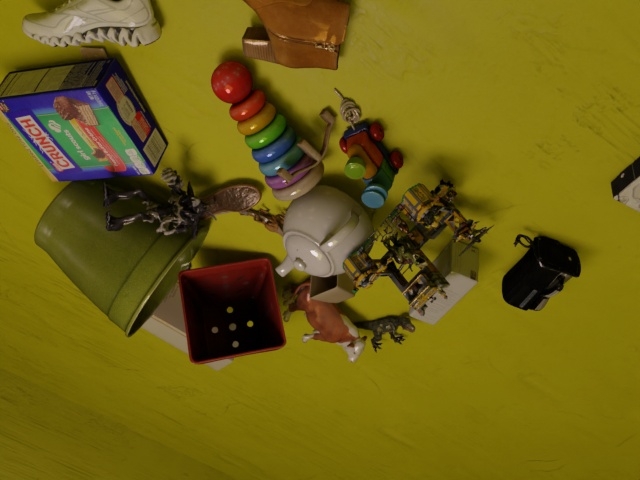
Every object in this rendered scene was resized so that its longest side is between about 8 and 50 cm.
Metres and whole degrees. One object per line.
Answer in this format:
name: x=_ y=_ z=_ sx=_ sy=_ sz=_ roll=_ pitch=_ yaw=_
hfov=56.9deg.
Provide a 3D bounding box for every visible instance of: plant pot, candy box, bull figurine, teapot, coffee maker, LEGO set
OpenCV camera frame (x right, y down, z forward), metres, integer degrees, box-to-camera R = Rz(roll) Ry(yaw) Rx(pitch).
plant pot: x=0.043 y=0.120 z=1.689 sx=0.109 sy=0.109 sz=0.096 roll=-26 pitch=137 yaw=37
candy box: x=-0.577 y=-0.281 z=1.427 sx=0.316 sy=0.122 sz=0.268 roll=0 pitch=141 yaw=21
bull figurine: x=0.008 y=0.249 z=1.819 sx=0.188 sy=0.101 sz=0.310 roll=-19 pitch=114 yaw=35
plant pot: x=-0.263 y=0.232 z=1.755 sx=0.267 sy=0.267 sz=0.236 roll=-9 pitch=160 yaw=-12
plant pot: x=-0.554 y=0.011 z=1.609 sx=0.353 sy=0.367 sz=0.366 roll=36 pitch=136 yaw=-4
teapot: x=0.000 y=0.000 z=1.455 sx=0.252 sy=0.187 sz=0.256 roll=21 pitch=144 yaw=29
coffee maker: x=0.531 y=0.078 z=1.489 sx=0.171 sy=0.120 sz=0.178 roll=38 pitch=138 yaw=11
LEGO set: x=0.234 y=0.040 z=1.367 sx=0.331 sy=0.192 sz=0.255 roll=-46 pitch=153 yaw=17

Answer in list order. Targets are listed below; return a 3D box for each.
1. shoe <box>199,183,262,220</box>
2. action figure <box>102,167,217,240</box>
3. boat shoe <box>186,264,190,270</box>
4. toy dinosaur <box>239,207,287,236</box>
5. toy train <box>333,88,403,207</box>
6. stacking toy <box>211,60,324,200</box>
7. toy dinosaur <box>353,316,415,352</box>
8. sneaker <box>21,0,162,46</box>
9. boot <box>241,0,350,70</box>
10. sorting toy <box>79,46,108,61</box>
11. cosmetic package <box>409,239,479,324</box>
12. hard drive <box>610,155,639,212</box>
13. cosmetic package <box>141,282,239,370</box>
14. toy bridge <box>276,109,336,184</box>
shoe: x=-0.247 y=-0.110 z=1.570 sx=0.218 sy=0.058 sz=0.077 roll=-13 pitch=111 yaw=24
action figure: x=-0.383 y=-0.082 z=1.446 sx=0.275 sy=0.164 sz=0.141 roll=-4 pitch=167 yaw=-23
boat shoe: x=-0.475 y=0.082 z=1.850 sx=0.142 sy=0.049 sz=0.040 roll=4 pitch=138 yaw=11
toy dinosaur: x=-0.121 y=-0.038 z=1.610 sx=0.211 sy=0.064 sz=0.112 roll=39 pitch=154 yaw=-12
toy train: x=0.080 y=-0.196 z=1.297 sx=0.105 sy=0.143 sz=0.248 roll=-19 pitch=128 yaw=33
stacking toy: x=-0.132 y=-0.249 z=1.326 sx=0.141 sy=0.141 sz=0.330 roll=-17 pitch=124 yaw=32
toy dinosaur: x=0.192 y=0.288 z=1.853 sx=0.268 sy=0.064 sz=0.118 roll=-11 pitch=125 yaw=33
sneaker: x=-0.479 y=-0.470 z=1.222 sx=0.291 sy=0.110 sz=0.118 roll=0 pitch=129 yaw=6
boot: x=-0.048 y=-0.455 z=1.105 sx=0.211 sy=0.104 sz=0.295 roll=5 pitch=143 yaw=5
sorting toy: x=-0.509 y=-0.406 z=1.359 sx=0.061 sy=0.012 sz=0.083 roll=6 pitch=138 yaw=15
cosmetic package: x=0.327 y=0.115 z=1.576 sx=0.085 sy=0.117 sz=0.231 roll=21 pitch=137 yaw=-7
hard drive: x=0.795 y=-0.155 z=1.174 sx=0.236 sy=0.064 sz=0.339 roll=24 pitch=137 yaw=-9
cosmetic package: x=-0.419 y=0.283 z=1.967 sx=0.309 sy=0.160 sz=0.113 roll=34 pitch=135 yaw=-20
toy bridge: x=-0.023 y=-0.198 z=1.310 sx=0.063 sy=0.188 sz=0.026 roll=41 pitch=167 yaw=-28
